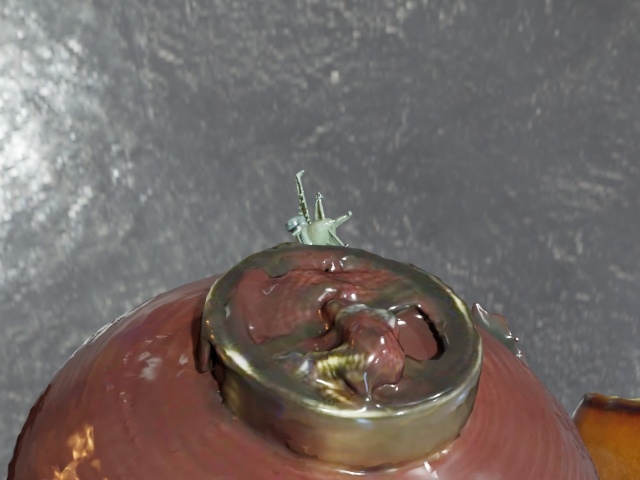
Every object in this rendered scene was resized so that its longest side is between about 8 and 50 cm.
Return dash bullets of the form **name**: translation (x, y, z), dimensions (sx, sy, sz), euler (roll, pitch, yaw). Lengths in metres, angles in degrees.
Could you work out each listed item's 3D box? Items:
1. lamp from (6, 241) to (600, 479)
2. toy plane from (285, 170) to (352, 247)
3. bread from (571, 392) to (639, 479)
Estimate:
- **lamp**: translation (-0.005, 0.111, 0.476), dimensions (0.180, 0.258, 0.180), euler (7, 34, -5)
- **toy plane**: translation (-0.002, 0.001, 0.966), dimensions (0.033, 0.083, 0.080), euler (-24, 77, -17)
- **bread**: translation (0.306, 0.271, 1.069), dimensions (0.143, 0.323, 0.333), euler (1, 87, -31)
